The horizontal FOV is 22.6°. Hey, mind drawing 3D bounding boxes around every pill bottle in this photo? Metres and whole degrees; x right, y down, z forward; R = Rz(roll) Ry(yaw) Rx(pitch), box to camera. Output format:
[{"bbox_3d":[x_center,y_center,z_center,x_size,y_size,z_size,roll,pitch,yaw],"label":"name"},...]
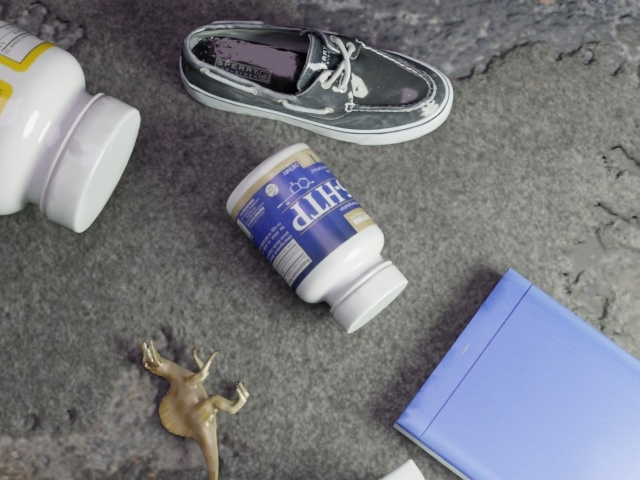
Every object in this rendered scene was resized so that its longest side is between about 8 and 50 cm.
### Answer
[{"bbox_3d":[0.000,0.000,1.668,0.112,0.112,0.186,-39,80,-14],"label":"pill bottle"},{"bbox_3d":[-0.365,-0.142,1.643,0.334,0.188,0.188,26,74,4],"label":"pill bottle"}]

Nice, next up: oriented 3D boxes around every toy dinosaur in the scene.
[{"bbox_3d":[-0.120,0.175,1.649,0.093,0.053,0.183,-30,70,4],"label":"toy dinosaur"}]

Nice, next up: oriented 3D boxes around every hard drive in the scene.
[{"bbox_3d":[0.266,0.204,1.665,0.319,0.040,0.210,36,74,7],"label":"hard drive"}]

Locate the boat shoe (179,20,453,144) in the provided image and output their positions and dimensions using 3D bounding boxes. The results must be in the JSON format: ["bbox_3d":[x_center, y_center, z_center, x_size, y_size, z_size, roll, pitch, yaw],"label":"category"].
[{"bbox_3d":[-0.002,-0.181,1.725,0.301,0.102,0.108,12,73,-1],"label":"boat shoe"}]

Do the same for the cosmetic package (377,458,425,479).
[{"bbox_3d":[0.054,0.372,1.550,0.224,0.138,0.224,-32,80,-12],"label":"cosmetic package"}]
